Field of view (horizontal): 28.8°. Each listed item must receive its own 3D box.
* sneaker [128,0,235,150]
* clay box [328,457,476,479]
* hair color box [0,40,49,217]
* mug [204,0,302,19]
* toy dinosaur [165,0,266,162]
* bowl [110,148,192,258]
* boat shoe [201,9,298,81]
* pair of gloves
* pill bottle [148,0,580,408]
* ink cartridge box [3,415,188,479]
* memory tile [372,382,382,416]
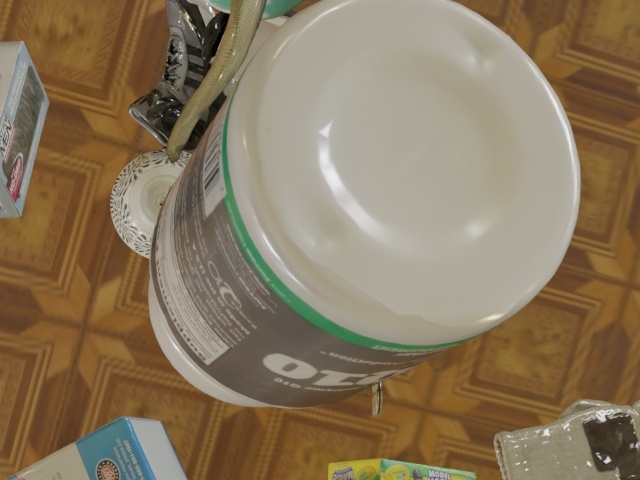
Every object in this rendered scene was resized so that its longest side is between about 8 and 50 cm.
[{"bbox_3d":[-0.217,-0.247,1.861,0.153,0.101,0.269,-25,115,-22],"label":"sneaker"},{"bbox_3d":[0.112,0.364,1.878,0.222,0.127,0.053,16,69,-35],"label":"clay box"},{"bbox_3d":[-0.525,-0.121,1.449,0.374,0.185,0.114,-2,142,8],"label":"hair color box"},{"bbox_3d":[-0.066,-0.236,0.926,0.157,0.129,0.097,37,72,12],"label":"mug"},{"bbox_3d":[-0.029,-0.176,0.545,0.064,0.118,0.268,11,69,7],"label":"toy dinosaur"},{"bbox_3d":[-0.225,-0.054,1.820,0.170,0.080,0.170,0,88,-5],"label":"bowl"},{"bbox_3d":[0.018,-0.234,1.655,0.340,0.158,0.127,24,113,-5],"label":"boat shoe"},{"bbox_3d":[0.265,0.266,1.146,0.204,0.042,0.240,-12,78,-33],"label":"pair of gloves"},{"bbox_3d":[0.000,0.000,0.822,0.204,0.361,0.204,5,74,-16],"label":"pill bottle"},{"bbox_3d":[-0.116,0.148,0.576,0.122,0.052,0.088,-28,76,6],"label":"ink cartridge box"},{"bbox_3d":[0.090,0.205,1.981,0.012,0.113,0.148,1,79,0],"label":"memory tile"}]
